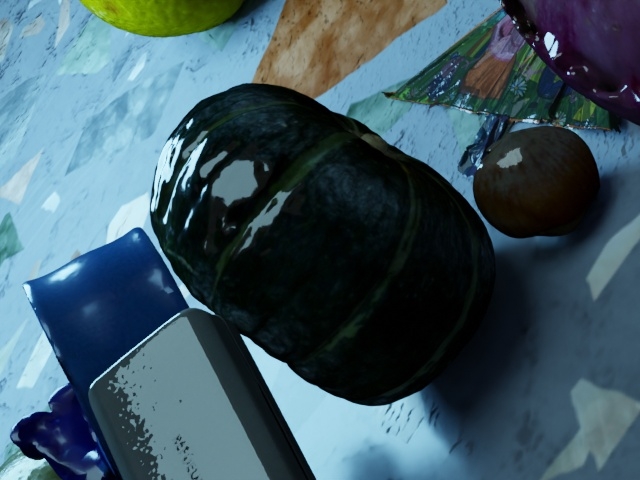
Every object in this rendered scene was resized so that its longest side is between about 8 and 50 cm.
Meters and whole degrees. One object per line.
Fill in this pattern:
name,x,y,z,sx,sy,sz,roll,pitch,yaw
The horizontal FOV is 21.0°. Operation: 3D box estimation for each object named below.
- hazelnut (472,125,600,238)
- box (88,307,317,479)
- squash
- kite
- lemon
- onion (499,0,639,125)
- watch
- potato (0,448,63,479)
hazelnut,0.148,-0.040,1.189,0.086,0.086,0.086,-37,35,32
box,-0.054,0.160,1.040,0.103,0.055,0.243,-38,57,13
squash,0.000,0.000,1.198,0.165,0.252,0.252,-58,29,10
kite,0.161,-0.152,1.343,0.234,0.016,0.321,-61,30,-6
lemon,-0.165,-0.322,1.785,0.228,0.228,0.253,-52,31,8
onion,0.263,-0.226,1.013,0.358,0.345,0.358,-21,60,44
watch,-0.131,0.104,1.219,0.171,0.200,0.196,-33,52,-16
potato,-0.189,0.257,1.323,0.174,0.159,0.251,-18,53,39
